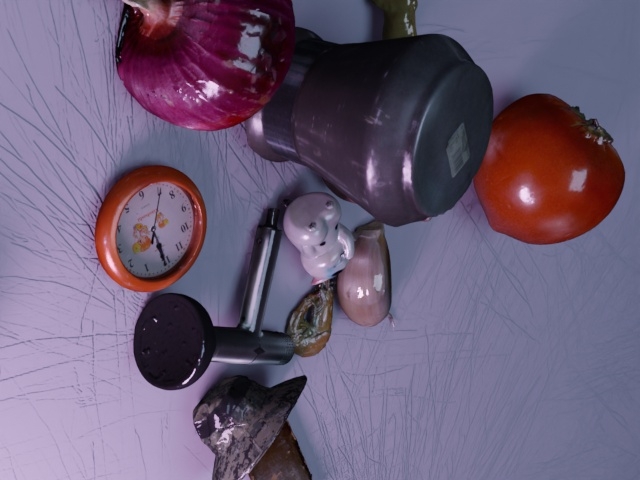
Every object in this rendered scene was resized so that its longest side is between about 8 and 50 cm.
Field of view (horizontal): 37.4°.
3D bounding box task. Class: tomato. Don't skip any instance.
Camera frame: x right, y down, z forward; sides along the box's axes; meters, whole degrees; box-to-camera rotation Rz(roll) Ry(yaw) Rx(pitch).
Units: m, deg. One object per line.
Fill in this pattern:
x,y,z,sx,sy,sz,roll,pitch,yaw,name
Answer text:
0.473,-0.140,2.011,0.321,0.321,0.322,-16,114,-39,tomato

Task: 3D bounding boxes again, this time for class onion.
-0.155,-0.288,1.402,0.272,0.230,0.256,-24,120,-44,onion

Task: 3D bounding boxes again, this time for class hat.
-0.148,0.308,1.662,0.128,0.265,0.265,41,71,-9,hat

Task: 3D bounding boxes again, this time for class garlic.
0.100,0.109,1.880,0.148,0.128,0.267,-21,129,-24,garlic

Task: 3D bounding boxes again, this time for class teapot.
0.076,-0.182,1.565,0.306,0.361,0.376,-52,143,-24,teapot

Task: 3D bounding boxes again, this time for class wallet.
-0.083,0.456,1.854,0.122,0.031,0.232,-34,123,-26,wallet

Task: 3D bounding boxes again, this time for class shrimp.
-0.015,0.137,1.813,0.099,0.041,0.180,11,97,-30,shrimp

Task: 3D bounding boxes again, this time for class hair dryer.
-0.169,0.094,1.634,0.320,0.155,0.284,-2,85,-56,hair dryer

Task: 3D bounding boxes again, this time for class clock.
-0.267,-0.018,1.504,0.205,0.051,0.205,-16,114,-41,clock

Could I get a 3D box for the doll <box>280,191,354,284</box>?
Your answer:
0.000,-0.004,1.719,0.110,0.106,0.181,-51,136,-24,doll

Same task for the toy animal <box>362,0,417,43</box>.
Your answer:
0.140,-0.406,1.727,0.103,0.101,0.219,-16,114,-38,toy animal
